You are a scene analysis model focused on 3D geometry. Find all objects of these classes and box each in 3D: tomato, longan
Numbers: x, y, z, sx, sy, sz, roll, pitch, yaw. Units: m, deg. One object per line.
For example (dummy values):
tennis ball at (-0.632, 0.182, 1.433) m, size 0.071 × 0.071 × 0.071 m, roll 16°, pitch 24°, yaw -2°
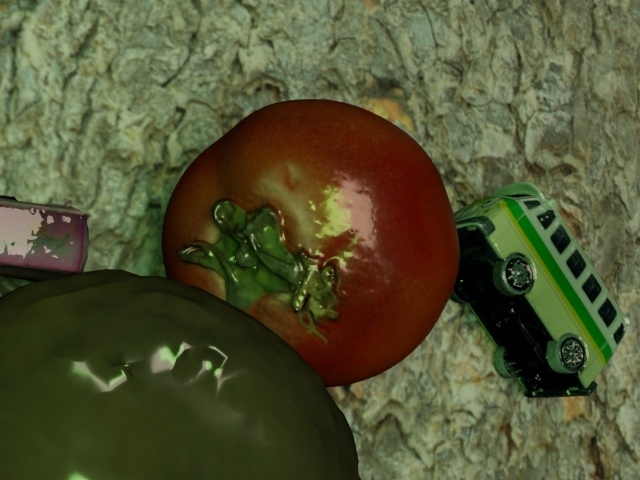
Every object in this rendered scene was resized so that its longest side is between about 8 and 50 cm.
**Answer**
tomato at (0.000, 0.000, 1.211) m, size 0.321 × 0.321 × 0.321 m, roll 7°, pitch 77°, yaw -30°
longan at (-0.184, 0.224, 0.977) m, size 0.436 × 0.404 × 0.404 m, roll -25°, pitch 94°, yaw -12°

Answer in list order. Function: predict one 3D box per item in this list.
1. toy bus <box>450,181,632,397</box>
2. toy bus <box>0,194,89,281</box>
toy bus at (0.278, 0.059, 1.452) m, size 0.165 × 0.134 × 0.276 m, roll -40°, pitch 103°, yaw -30°
toy bus at (-0.372, -0.013, 1.086) m, size 0.274 × 0.112 × 0.090 m, roll 7°, pitch 84°, yaw -30°
